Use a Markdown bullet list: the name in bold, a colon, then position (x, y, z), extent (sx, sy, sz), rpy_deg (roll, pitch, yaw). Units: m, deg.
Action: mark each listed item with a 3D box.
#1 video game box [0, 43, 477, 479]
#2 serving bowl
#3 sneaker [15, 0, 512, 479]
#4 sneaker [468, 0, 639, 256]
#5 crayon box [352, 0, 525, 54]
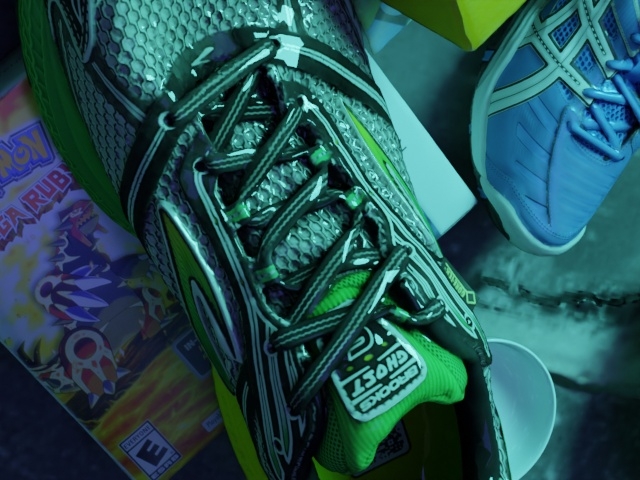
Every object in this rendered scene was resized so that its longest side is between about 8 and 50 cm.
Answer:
- **video game box**: position (-0.060, -0.021, 0.714), extent (0.205, 0.048, 0.187), rpy_deg (-42, 114, -5)
- **serving bowl**: position (0.073, 0.084, 0.807), extent (0.083, 0.027, 0.083), rpy_deg (-6, 107, -20)
- **sneaker**: position (0.000, 0.000, 0.637), extent (0.134, 0.146, 0.344), rpy_deg (-31, 114, -11)
- **sneaker**: position (0.133, -0.092, 0.737), extent (0.080, 0.081, 0.211), rpy_deg (21, 90, -26)
- **crayon box**: position (0.072, -0.217, 0.594), extent (0.203, 0.083, 0.323), rpy_deg (-45, 145, -13)
